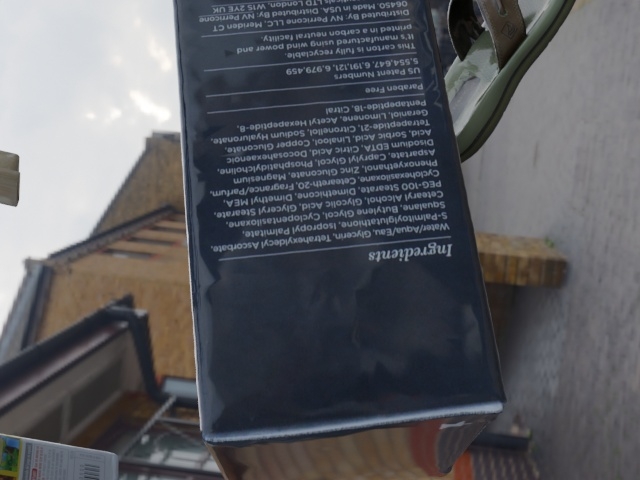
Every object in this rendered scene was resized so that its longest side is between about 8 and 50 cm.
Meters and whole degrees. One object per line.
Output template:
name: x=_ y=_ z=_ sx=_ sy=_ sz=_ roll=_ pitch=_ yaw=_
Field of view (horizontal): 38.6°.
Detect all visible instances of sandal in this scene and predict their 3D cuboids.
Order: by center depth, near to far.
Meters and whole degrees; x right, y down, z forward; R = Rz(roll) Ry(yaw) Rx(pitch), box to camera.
sandal: x=0.170 y=-0.216 z=0.921 sx=0.303 sy=0.086 sz=0.120 roll=-62 pitch=26 yaw=-3

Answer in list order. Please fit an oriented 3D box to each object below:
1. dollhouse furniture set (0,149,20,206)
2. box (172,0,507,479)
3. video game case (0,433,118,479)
dollhouse furniture set: x=-0.479 y=0.034 z=0.861 sx=0.303 sy=0.355 sz=0.174 roll=116 pitch=162 yaw=-54
box: x=0.000 y=0.000 z=0.801 sx=0.293 sy=0.212 sz=0.395 roll=92 pitch=171 yaw=-66
video game case: x=-0.244 y=0.232 z=0.639 sx=0.026 sy=0.206 sz=0.227 roll=-55 pitch=31 yaw=33
